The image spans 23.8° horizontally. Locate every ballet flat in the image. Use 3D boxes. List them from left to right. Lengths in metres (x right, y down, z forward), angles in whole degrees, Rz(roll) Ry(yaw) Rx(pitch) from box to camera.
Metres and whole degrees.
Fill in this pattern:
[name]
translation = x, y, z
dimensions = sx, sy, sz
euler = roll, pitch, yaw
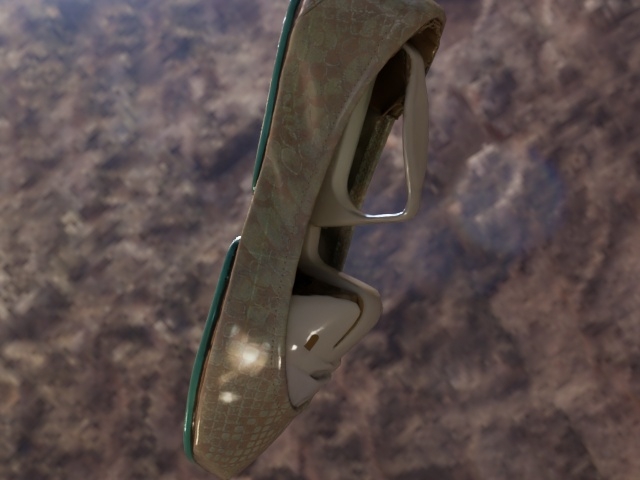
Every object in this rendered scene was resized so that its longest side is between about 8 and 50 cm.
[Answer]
[ballet flat]
translation = 0.000, 0.000, 0.469
dimensions = 0.052, 0.057, 0.168
euler = 15, -84, 19
